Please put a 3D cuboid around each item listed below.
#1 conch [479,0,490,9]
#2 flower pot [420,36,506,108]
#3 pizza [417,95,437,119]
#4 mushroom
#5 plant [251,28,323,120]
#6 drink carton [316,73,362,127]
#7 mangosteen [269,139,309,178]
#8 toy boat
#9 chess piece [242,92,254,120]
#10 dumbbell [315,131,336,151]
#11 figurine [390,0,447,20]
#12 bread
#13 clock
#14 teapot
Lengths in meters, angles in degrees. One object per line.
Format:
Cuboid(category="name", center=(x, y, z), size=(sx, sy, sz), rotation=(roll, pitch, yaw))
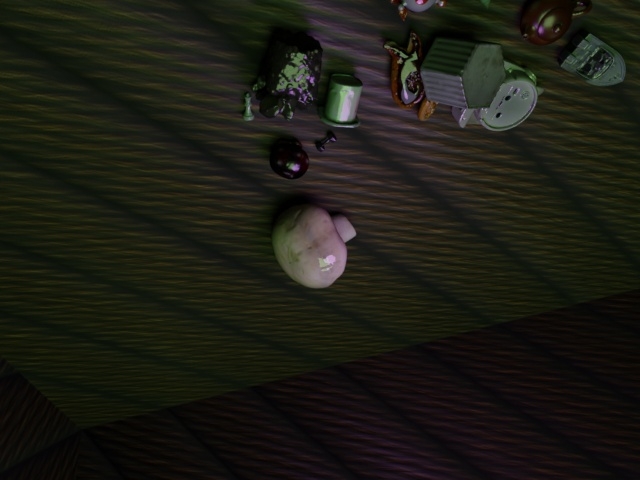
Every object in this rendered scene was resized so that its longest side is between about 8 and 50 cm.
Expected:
Cuboid(category="conch", center=(0.499, -0.806, 1.760), size=(0.065, 0.088, 0.180), rotation=(-54, 132, -22))
Cuboid(category="flower pot", center=(0.471, -0.555, 1.847), size=(0.209, 0.189, 0.239), rotation=(-38, 131, -18))
Cuboid(category="pizza", center=(0.399, -0.493, 2.023), size=(0.131, 0.041, 0.178), rotation=(-47, 167, -14))
Cuboid(category="mushroom", center=(-0.024, 0.006, 2.266), size=(0.353, 0.353, 0.325), rotation=(-21, 152, 7))
Cuboid(category="plant", center=(-0.102, -0.516, 1.788), size=(0.198, 0.189, 0.276), rotation=(5, 133, -19))
Cuboid(category="drink carton", center=(0.076, -0.484, 1.913), size=(0.146, 0.144, 0.142), rotation=(1, 129, -17))
Cuboid(category="mangosteen", center=(-0.112, -0.302, 2.054), size=(0.152, 0.153, 0.153), rotation=(-8, 137, -8))
Cuboid(category="toy boat", center=(1.009, -0.646, 2.037), size=(0.319, 0.092, 0.141), rotation=(15, 131, -29))
Cuboid(category="chess piece", center=(-0.248, -0.461, 1.914), size=(0.042, 0.042, 0.093), rotation=(-4, 131, -12))
Cuboid(category="dumbbell", center=(0.020, -0.367, 2.087), size=(0.083, 0.036, 0.040), rotation=(-35, 133, 21))
Cuboid(category="figurine", center=(0.318, -0.772, 1.688), size=(0.226, 0.160, 0.183), rotation=(-33, 134, 31))
Cuboid(category="bread", center=(0.297, -0.582, 1.914), size=(0.139, 0.095, 0.269), rotation=(-20, 124, -1))
Cuboid(category="clock", center=(0.671, -0.524, 2.056), size=(0.323, 0.109, 0.265), rotation=(5, 133, -21))
Cuboid(category="teapot", center=(0.781, -0.734, 1.853), size=(0.251, 0.135, 0.178), rotation=(-20, 141, 7))
